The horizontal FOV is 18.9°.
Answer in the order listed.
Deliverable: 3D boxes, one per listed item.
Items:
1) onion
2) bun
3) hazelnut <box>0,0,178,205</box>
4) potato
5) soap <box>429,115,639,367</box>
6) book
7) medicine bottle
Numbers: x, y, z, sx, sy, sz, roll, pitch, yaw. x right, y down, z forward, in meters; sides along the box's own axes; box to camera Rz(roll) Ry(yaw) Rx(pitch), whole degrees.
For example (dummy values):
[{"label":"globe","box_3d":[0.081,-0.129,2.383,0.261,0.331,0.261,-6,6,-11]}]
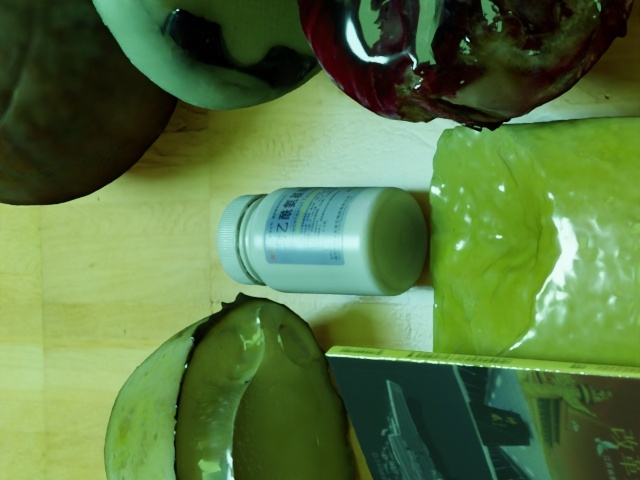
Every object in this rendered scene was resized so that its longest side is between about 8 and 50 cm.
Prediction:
[{"label":"onion","box_3d":[0.136,-0.231,1.642,0.314,0.232,0.314,-14,60,26]},{"label":"bun","box_3d":[-0.107,-0.269,1.787,0.187,0.293,0.293,13,99,43]},{"label":"hazelnut","box_3d":[-0.328,-0.229,1.932,0.359,0.359,0.409,-34,68,34]},{"label":"potato","box_3d":[-0.107,0.208,1.845,0.242,0.242,0.285,-19,75,37]},{"label":"soap","box_3d":[0.248,0.048,1.613,0.427,0.115,0.306,4,93,39]},{"label":"book","box_3d":[0.192,0.209,1.639,0.374,0.028,0.262,2,122,39]},{"label":"medicine bottle","box_3d":[0.000,0.000,1.817,0.187,0.103,0.102,1,92,39]}]
